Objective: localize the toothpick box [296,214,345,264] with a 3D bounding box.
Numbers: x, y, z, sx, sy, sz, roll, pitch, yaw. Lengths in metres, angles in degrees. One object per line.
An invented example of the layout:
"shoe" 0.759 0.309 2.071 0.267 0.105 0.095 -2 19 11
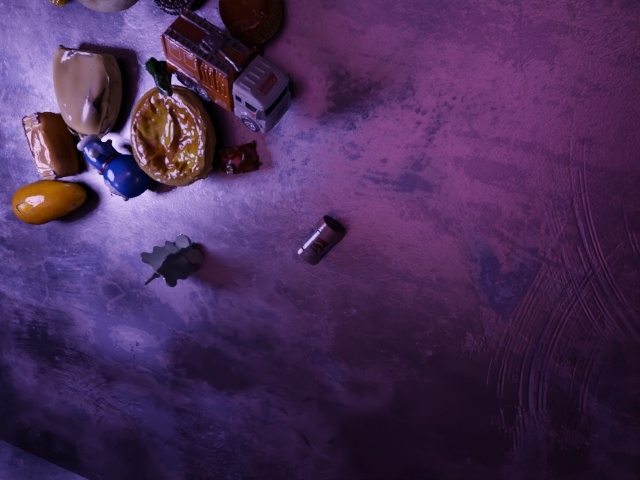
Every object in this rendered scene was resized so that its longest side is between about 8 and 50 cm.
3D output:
"toothpick box" 0.000 0.000 1.483 0.098 0.098 0.149 43 112 0

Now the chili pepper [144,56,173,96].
"chili pepper" -0.488 -0.499 1.372 0.059 0.088 0.226 -62 40 29

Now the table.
"table" -0.545 0.082 1.596 0.167 0.198 0.166 4 106 13

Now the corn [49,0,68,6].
"corn" -0.843 -0.891 1.458 0.080 0.080 0.231 40 111 1

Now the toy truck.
"toy truck" -0.276 -0.508 1.320 0.388 0.207 0.173 34 76 2

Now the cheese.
"cheese" -0.814 -0.507 1.542 0.260 0.128 0.315 14 107 21

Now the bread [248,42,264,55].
"bread" -0.197 -0.630 1.385 0.047 0.036 0.083 20 109 0

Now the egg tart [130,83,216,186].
"egg tart" -0.485 -0.351 1.487 0.342 0.132 0.340 3 103 15

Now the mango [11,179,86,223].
"mango" -1.033 -0.149 1.670 0.291 0.191 0.159 -11 110 12

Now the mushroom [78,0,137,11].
"mushroom" -0.638 -0.855 1.296 0.353 0.261 0.351 -5 81 37

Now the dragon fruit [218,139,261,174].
"dragon fruit" -0.287 -0.273 1.481 0.147 0.096 0.102 -9 100 15

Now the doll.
"doll" -0.728 -0.255 1.549 0.257 0.215 0.161 39 92 -6

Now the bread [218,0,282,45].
"bread" -0.209 -0.697 1.308 0.200 0.104 0.198 0 89 12

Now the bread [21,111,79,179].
"bread" -0.986 -0.348 1.622 0.107 0.136 0.240 -6 105 14

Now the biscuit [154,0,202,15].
"biscuit" -0.452 -0.811 1.389 0.195 0.053 0.194 4 106 14
